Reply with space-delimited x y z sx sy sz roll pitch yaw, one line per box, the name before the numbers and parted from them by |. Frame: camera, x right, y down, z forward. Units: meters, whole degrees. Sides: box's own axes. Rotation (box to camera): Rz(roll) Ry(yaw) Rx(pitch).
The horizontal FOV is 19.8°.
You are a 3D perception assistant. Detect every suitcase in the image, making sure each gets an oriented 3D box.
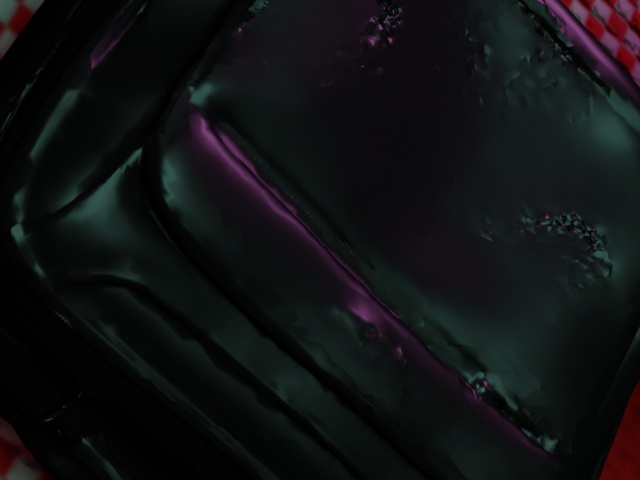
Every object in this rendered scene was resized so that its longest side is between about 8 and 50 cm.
suitcase | 0.000 0.000 0.878 0.345 0.188 0.339 43 61 -25
